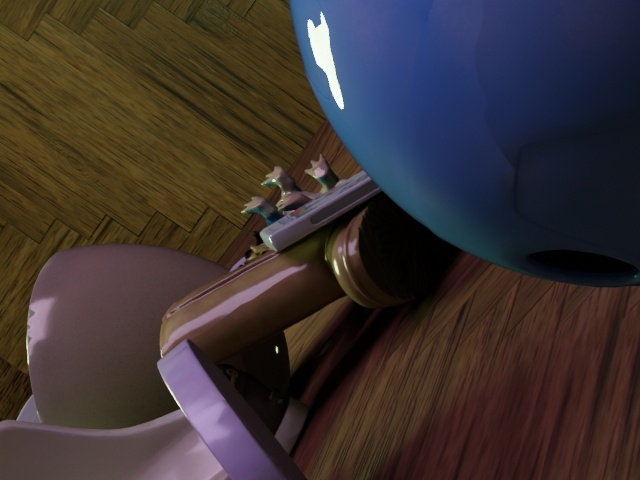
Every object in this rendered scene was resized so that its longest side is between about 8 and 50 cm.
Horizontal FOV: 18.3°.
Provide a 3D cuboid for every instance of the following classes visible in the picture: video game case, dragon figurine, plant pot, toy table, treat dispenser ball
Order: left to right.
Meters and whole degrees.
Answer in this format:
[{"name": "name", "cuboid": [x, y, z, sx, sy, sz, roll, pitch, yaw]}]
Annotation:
[{"name": "toy table", "cuboid": [-0.094, 0.185, 1.330, 0.161, 0.252, 0.274, -39, -4, -3]}, {"name": "plant pot", "cuboid": [-0.142, 0.127, 2.010, 0.191, 0.284, 0.284, -13, 23, 20]}, {"name": "dragon figurine", "cuboid": [0.009, -0.015, 2.226, 0.289, 0.144, 0.085, -11, 39, 54]}, {"name": "video game case", "cuboid": [0.016, -0.035, 1.693, 0.143, 0.019, 0.157, -31, 3, -3]}, {"name": "treat dispenser ball", "cuboid": [0.129, -0.123, 0.851, 0.288, 0.288, 0.288, -55, 6, 8]}]

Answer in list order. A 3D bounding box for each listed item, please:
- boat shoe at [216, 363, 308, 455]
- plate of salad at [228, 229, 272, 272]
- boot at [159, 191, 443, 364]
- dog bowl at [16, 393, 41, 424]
[{"name": "boat shoe", "cuboid": [-0.115, 0.241, 1.736, 0.116, 0.097, 0.324, -51, 7, 49]}, {"name": "plate of salad", "cuboid": [0.000, 0.000, 1.948, 0.200, 0.048, 0.200, -17, 17, 5]}, {"name": "boot", "cuboid": [-0.027, 0.050, 1.733, 0.269, 0.089, 0.236, -28, 4, 23]}, {"name": "dog bowl", "cuboid": [-0.269, 0.293, 2.134, 0.265, 0.104, 0.265, 9, -90, -81]}]
